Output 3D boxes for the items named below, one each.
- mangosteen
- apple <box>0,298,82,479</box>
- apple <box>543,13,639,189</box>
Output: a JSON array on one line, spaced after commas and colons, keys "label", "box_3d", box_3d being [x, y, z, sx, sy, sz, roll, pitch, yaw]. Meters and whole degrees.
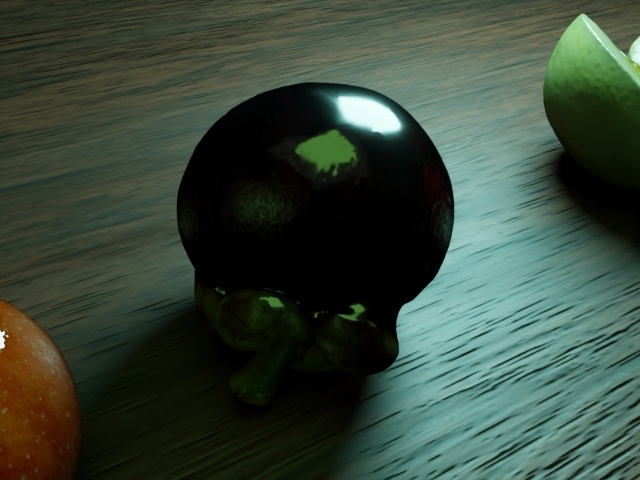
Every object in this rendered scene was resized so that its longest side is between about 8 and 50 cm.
[{"label": "mangosteen", "box_3d": [0.003, -0.013, 0.717, 0.297, 0.296, 0.313, -9, 49, -17]}, {"label": "apple", "box_3d": [-0.325, 0.154, 0.534, 0.261, 0.216, 0.260, 2, 38, -1]}, {"label": "apple", "box_3d": [0.485, -0.199, 1.030, 0.295, 0.233, 0.257, -8, 51, -13]}]
